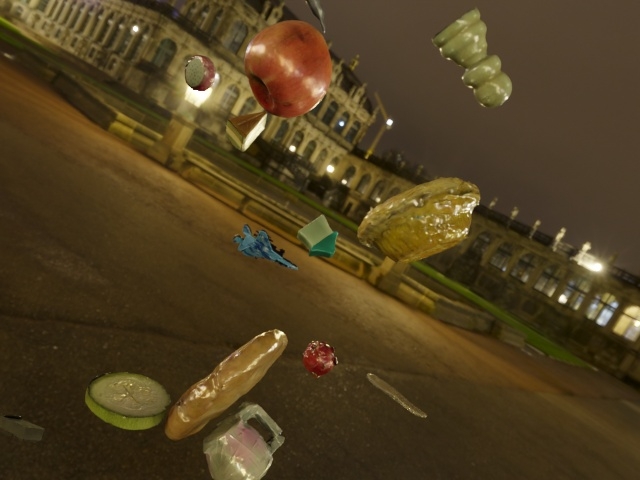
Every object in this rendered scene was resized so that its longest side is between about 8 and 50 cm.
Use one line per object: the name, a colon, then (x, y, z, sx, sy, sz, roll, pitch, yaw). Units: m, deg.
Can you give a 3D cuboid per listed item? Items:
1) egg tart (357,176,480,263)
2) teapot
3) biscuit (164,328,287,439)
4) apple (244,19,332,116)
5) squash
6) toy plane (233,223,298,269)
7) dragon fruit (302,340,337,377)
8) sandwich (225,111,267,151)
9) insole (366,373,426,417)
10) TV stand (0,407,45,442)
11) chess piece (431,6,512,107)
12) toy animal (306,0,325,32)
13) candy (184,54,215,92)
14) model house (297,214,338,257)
egg tart: (0.300, -0.040, 1.501, 0.388, 0.387, 0.169, 19, 49, -65)
teapot: (-0.213, 0.565, 1.413, 0.178, 0.221, 0.163, 60, -15, -4)
biscuit: (-0.260, 0.416, 1.489, 0.104, 0.429, 0.446, 49, -13, 9)
apple: (-0.121, -0.695, 2.060, 0.363, 0.364, 0.364, 30, 5, -3)
squash: (-0.517, 0.427, 1.379, 0.219, 0.041, 0.219, 20, 9, -3)
toy plane: (-0.182, 0.034, 1.797, 0.246, 0.169, 0.078, 25, 49, -19)
dragon fruit: (-0.005, 0.454, 1.941, 0.136, 0.133, 0.166, 8, -32, -6)
sandwich: (-0.235, -0.381, 1.799, 0.163, 0.079, 0.113, -20, 58, -32)
insole: (0.231, 0.477, 1.586, 0.081, 0.011, 0.247, 22, 4, -41)
TV stand: (-0.783, 0.460, 1.286, 0.256, 0.040, 0.049, 0, -23, 35)
chess piece: (0.407, -0.458, 1.330, 0.243, 0.133, 0.133, 57, 2, -7)
toy animal: (-0.082, -0.804, 1.526, 0.081, 0.206, 0.367, 4, -8, 40)
candy: (-0.350, -0.484, 1.482, 0.103, 0.103, 0.043, 33, 22, 31)
model house: (0.000, 0.000, 1.947, 0.149, 0.127, 0.100, 54, -14, 9)
